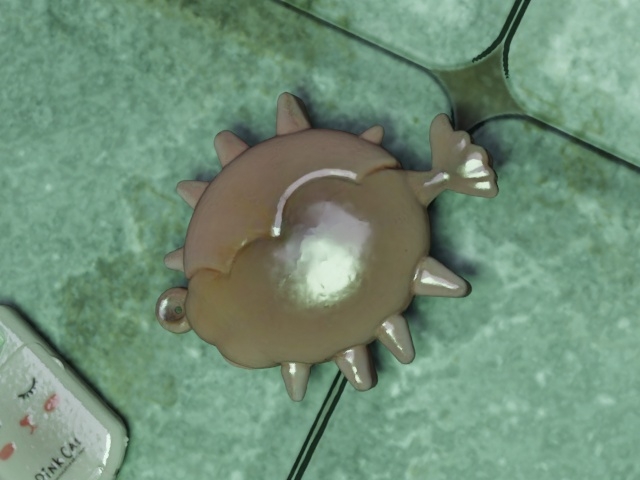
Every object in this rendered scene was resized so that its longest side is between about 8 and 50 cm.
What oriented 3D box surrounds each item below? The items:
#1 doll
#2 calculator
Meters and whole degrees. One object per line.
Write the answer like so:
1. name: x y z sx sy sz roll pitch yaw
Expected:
1. doll: 0.000 0.000 1.246 0.262 0.093 0.211 -34 78 12
2. calculator: -0.219 0.125 1.327 0.175 0.032 0.100 44 99 10
